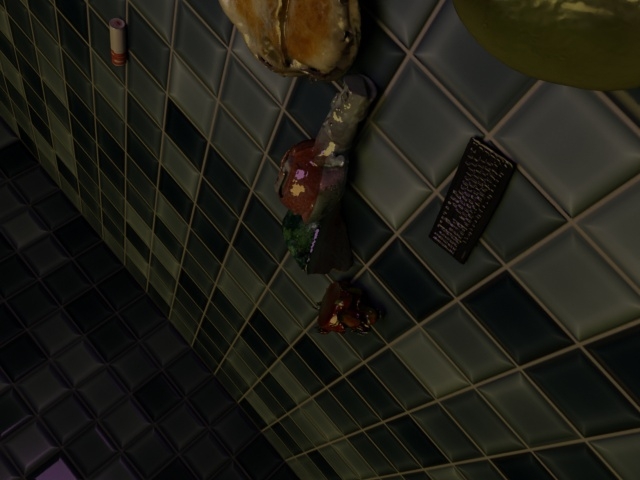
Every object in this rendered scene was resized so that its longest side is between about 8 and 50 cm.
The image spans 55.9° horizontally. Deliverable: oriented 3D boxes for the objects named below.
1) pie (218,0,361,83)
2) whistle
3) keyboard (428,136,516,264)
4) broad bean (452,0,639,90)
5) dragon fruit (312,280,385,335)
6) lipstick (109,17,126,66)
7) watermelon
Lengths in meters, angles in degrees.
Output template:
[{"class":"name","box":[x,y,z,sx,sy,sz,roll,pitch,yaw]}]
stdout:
[{"class":"pie","box":[-0.052,-0.392,0.941,0.339,0.077,0.339,40,151,28]},{"class":"whistle","box":[0.004,-0.151,1.080,0.133,0.142,0.346,26,141,-4]},{"class":"keyboard","box":[0.235,-0.053,0.956,0.087,0.017,0.251,42,149,21]},{"class":"broad bean","box":[0.253,-0.242,0.616,0.263,0.121,0.189,35,151,25]},{"class":"dragon fruit","box":[0.054,0.165,1.359,0.174,0.142,0.139,21,107,13]},{"class":"lipstick","box":[-0.510,-0.498,1.520,0.038,0.038,0.131,47,150,10]},{"class":"watermelon","box":[-0.021,-0.004,1.286,0.207,0.136,0.203,26,138,63]}]
